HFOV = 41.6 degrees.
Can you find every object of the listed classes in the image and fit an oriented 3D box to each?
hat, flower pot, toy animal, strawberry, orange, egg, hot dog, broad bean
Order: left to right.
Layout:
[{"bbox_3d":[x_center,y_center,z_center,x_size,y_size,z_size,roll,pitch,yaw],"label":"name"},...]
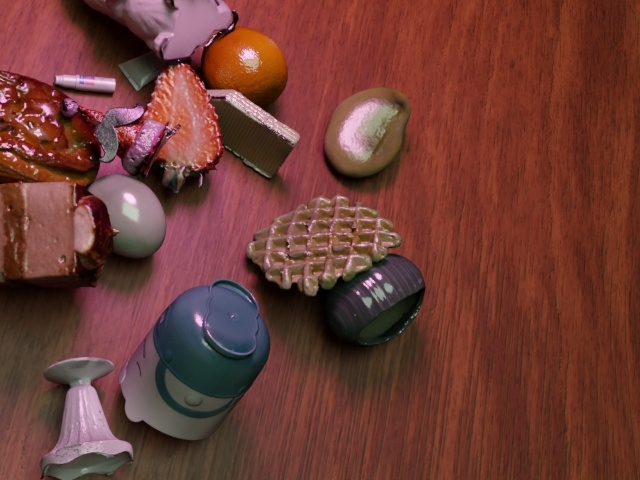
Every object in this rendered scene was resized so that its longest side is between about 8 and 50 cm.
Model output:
[{"bbox_3d":[-0.629,-0.206,1.677,0.387,0.174,0.267,10,49,-19],"label":"hot dog"},{"bbox_3d":[-0.416,-0.231,1.707,0.227,0.129,0.140,30,98,-15],"label":"hat"},{"bbox_3d":[-0.397,-0.049,1.717,0.192,0.149,0.149,44,59,9],"label":"egg"},{"bbox_3d":[-0.392,-0.535,1.872,0.357,0.194,0.257,30,15,30],"label":"toy animal"},{"bbox_3d":[-0.302,-0.237,1.843,0.188,0.106,0.286,0,84,-1],"label":"strawberry"},{"bbox_3d":[-0.179,-0.396,1.943,0.205,0.206,0.206,9,65,-19],"label":"orange"},{"bbox_3d":[0.115,-0.267,2.043,0.189,0.121,0.263,36,61,0],"label":"broad bean"},{"bbox_3d":[0.117,0.126,1.827,0.243,0.189,0.157,-24,47,-30],"label":"flower pot"}]

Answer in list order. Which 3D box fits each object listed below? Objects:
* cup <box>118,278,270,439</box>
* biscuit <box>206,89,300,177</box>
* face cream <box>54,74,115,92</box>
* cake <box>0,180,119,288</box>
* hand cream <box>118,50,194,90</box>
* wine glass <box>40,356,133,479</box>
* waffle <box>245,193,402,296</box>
[{"bbox_3d":[-0.228,0.206,1.612,0.219,0.258,0.290,29,29,-18],"label":"cup"},{"bbox_3d":[-0.178,-0.256,1.901,0.252,0.150,0.052,33,52,-4],"label":"biscuit"},{"bbox_3d":[-0.523,-0.349,1.869,0.130,0.034,0.034,2,67,-20],"label":"face cream"},{"bbox_3d":[-0.509,-0.012,1.569,0.292,0.199,0.196,-3,82,1],"label":"cake"},{"bbox_3d":[-0.376,-0.418,1.958,0.174,0.047,0.076,-35,84,-22],"label":"hand cream"},{"bbox_3d":[-0.433,0.324,1.536,0.164,0.165,0.197,-3,65,-23],"label":"wine glass"},{"bbox_3d":[0.000,0.000,1.826,0.309,0.056,0.291,-31,42,-24],"label":"waffle"}]
